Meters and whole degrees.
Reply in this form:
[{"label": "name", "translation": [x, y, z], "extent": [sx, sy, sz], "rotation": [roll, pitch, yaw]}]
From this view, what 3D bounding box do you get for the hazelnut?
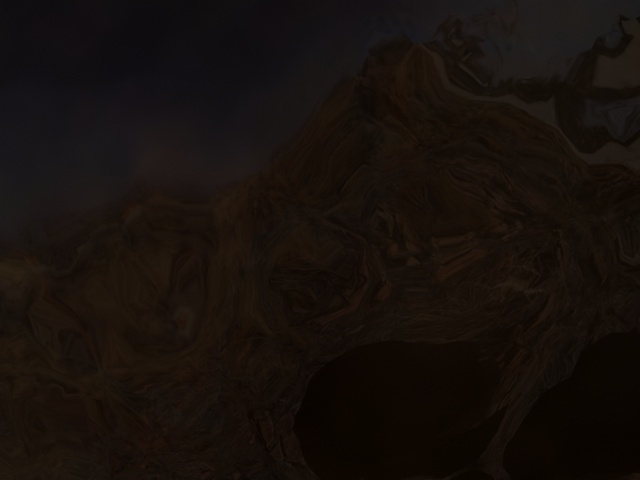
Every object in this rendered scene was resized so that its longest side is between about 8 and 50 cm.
[{"label": "hazelnut", "translation": [-0.002, 0.002, 0.550], "extent": [0.365, 0.366, 0.366], "rotation": [-4, -30, -2]}]
